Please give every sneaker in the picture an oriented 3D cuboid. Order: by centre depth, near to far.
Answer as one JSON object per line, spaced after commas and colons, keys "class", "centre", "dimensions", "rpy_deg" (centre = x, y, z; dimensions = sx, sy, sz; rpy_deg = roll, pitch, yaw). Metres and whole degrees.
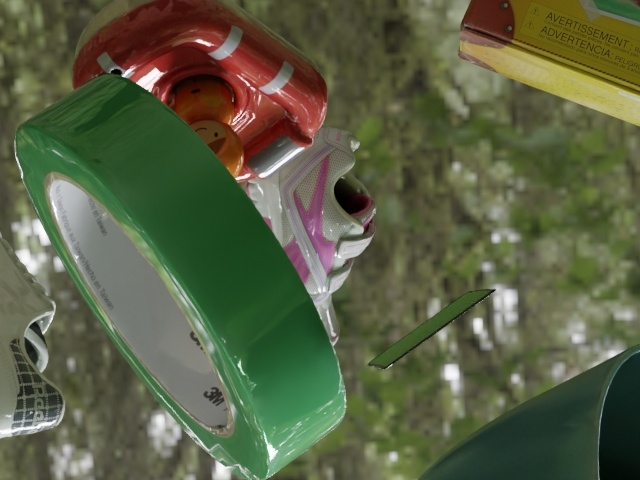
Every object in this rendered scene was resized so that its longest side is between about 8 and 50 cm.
{"class": "sneaker", "centre": [-0.204, 0.036, 1.056], "dimensions": [0.094, 0.090, 0.235], "rpy_deg": [2, -145, -14]}
{"class": "sneaker", "centre": [0.000, 0.000, 1.728], "dimensions": [0.111, 0.252, 0.103], "rpy_deg": [-2, -147, 10]}

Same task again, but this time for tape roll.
{"class": "tape roll", "centre": [-0.108, 0.030, 1.367], "dimensions": [0.077, 0.321, 0.321], "rpy_deg": [-35, -147, -19]}

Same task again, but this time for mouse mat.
{"class": "mouse mat", "centre": [0.123, 0.100, 2.061], "dimensions": [0.152, 0.007, 0.189], "rpy_deg": [-35, 180, -5]}

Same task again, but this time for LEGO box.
{"class": "LEGO box", "centre": [0.451, -0.309, 2.081], "dimensions": [0.500, 0.373, 0.193], "rpy_deg": [22, 177, 5]}

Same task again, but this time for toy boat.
{"class": "toy boat", "centre": [-0.099, -0.105, 1.514], "dimensions": [0.151, 0.231, 0.151], "rpy_deg": [-36, -137, 28]}

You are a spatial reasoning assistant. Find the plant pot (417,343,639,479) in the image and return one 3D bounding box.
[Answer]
{"class": "plant pot", "centre": [0.175, 0.244, 1.259], "dimensions": [0.235, 0.293, 0.293], "rpy_deg": [-25, -172, 33]}
